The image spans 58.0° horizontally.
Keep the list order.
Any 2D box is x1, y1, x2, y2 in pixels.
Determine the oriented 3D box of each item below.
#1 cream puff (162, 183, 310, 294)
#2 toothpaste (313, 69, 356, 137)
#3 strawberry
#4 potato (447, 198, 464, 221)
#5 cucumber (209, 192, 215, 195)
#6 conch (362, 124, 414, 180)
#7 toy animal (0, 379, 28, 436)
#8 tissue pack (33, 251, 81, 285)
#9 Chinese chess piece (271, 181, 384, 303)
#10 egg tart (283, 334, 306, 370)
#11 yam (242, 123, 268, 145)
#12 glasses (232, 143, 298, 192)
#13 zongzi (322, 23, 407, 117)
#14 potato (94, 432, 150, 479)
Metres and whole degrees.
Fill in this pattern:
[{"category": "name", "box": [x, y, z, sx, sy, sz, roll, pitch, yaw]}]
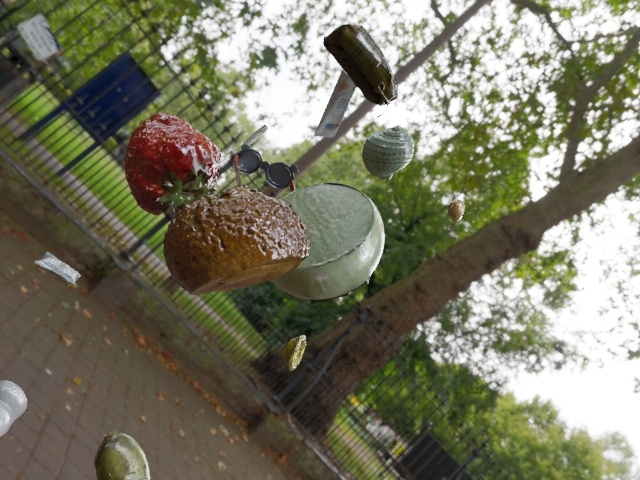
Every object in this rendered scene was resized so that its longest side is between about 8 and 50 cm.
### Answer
[{"category": "cream puff", "box": [-0.183, -0.006, 1.216, 0.303, 0.303, 0.212, 129, -55, -80]}, {"category": "toothpaste", "box": [0.072, -0.458, 1.760, 0.066, 0.323, 0.100, 42, 30, 29]}, {"category": "strawberry", "box": [-0.401, -0.213, 1.525, 0.277, 0.257, 0.257, 55, -8, 16]}, {"category": "potato", "box": [0.471, -0.103, 2.003, 0.062, 0.068, 0.083, 15, -32, 34]}, {"category": "cucumber", "box": [-0.389, -0.101, 1.921, 0.056, 0.056, 0.284, 53, 23, -26]}, {"category": "conch", "box": [0.250, -0.309, 2.050, 0.131, 0.172, 0.200, -161, -109, -67]}, {"category": "toy animal", "box": [-0.777, 0.432, 1.311, 0.104, 0.131, 0.221, 48, 20, -12]}, {"category": "tissue pack", "box": [-0.748, 0.081, 1.657, 0.122, 0.026, 0.193, 36, -6, -17]}, {"category": "Chinese chess piece", "box": [0.000, 0.000, 1.564, 0.349, 0.349, 0.146, 39, -22, 41]}, {"category": "egg tart", "box": [-0.073, 0.303, 1.570, 0.039, 0.105, 0.105, 17, -20, 17]}, {"category": "yam", "box": [-0.284, -0.450, 2.501, 0.032, 0.145, 0.032, 35, -24, 18]}, {"category": "glasses", "box": [-0.177, -0.193, 1.937, 0.234, 0.118, 0.268, 23, 27, -25]}, {"category": "zongzi", "box": [0.131, -0.471, 1.532, 0.247, 0.111, 0.241, 50, 27, -11]}, {"category": "potato", "box": [-0.581, 0.684, 1.701, 0.113, 0.149, 0.251, -26, -91, 51]}]
